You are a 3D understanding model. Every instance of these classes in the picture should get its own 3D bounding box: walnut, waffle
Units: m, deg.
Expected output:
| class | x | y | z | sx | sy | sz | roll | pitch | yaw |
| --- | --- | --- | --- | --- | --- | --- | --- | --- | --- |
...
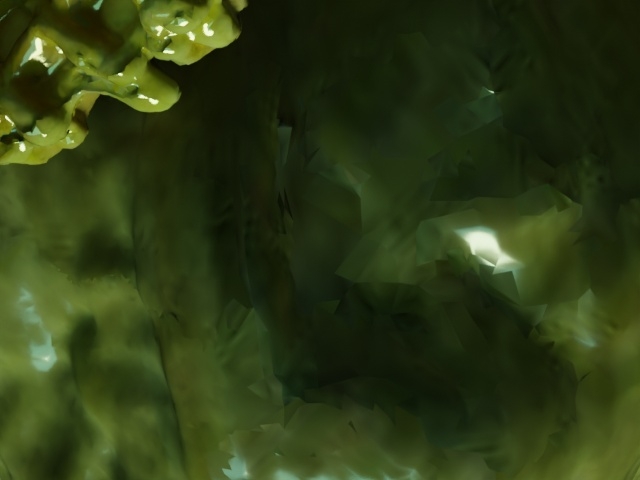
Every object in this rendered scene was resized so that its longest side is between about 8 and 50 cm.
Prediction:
| class | x | y | z | sx | sy | sz | roll | pitch | yaw |
| --- | --- | --- | --- | --- | --- | --- | --- | --- | --- |
| walnut | 0.002 | 0.000 | 0.695 | 0.282 | 0.277 | 0.253 | 0 | -167 | 41 |
| waffle | -0.090 | -0.106 | 0.582 | 0.192 | 0.160 | 0.046 | -19 | 169 | 33 |
